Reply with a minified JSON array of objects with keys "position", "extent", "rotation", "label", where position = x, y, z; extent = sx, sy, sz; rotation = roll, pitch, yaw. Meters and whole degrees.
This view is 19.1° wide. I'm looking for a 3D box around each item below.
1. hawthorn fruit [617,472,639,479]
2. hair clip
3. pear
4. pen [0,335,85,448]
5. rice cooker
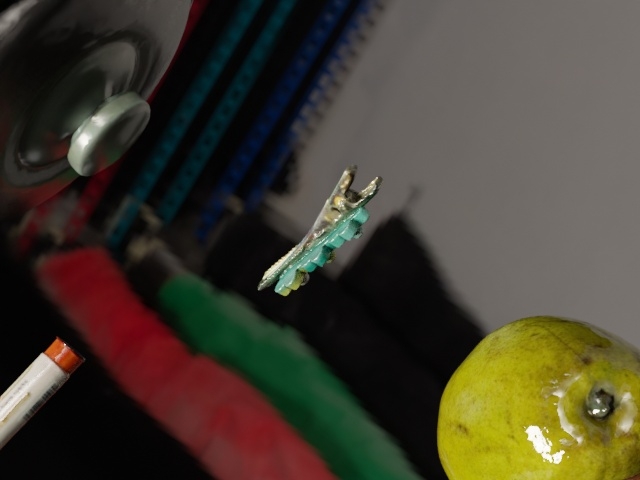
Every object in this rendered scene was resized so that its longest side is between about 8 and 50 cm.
[{"position":[0.269,0.285,1.408],"extent":[0.231,0.263,0.235],"rotation":[-6,-159,-42],"label":"hawthorn fruit"},{"position":[0.000,0.001,1.661],"extent":[0.049,0.173,0.049],"rotation":[22,-137,-22],"label":"hair clip"},{"position":[0.259,0.210,2.122],"extent":[0.253,0.253,0.307],"rotation":[31,163,-4],"label":"pear"},{"position":[-0.236,0.148,1.233],"extent":[0.026,0.218,0.026],"rotation":[42,170,9],"label":"pen"},{"position":[-0.218,-0.151,1.118],"extent":[0.317,0.264,0.316],"rotation":[13,-133,-15],"label":"rice cooker"}]
